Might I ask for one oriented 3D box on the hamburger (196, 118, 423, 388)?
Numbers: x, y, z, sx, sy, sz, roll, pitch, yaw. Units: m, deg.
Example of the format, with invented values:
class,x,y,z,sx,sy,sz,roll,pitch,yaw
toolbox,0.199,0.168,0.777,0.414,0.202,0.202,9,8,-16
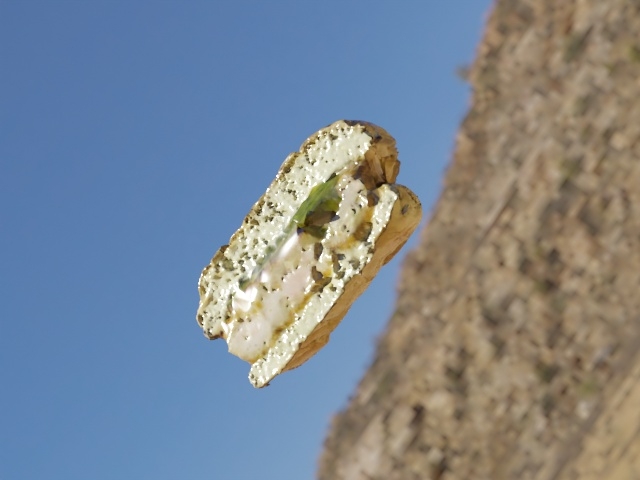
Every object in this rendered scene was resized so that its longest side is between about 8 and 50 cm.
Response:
class,x,y,z,sx,sy,sz,roll,pitch,yaw
hamburger,0.000,0.000,1.712,0.262,0.124,0.131,-51,-15,29
